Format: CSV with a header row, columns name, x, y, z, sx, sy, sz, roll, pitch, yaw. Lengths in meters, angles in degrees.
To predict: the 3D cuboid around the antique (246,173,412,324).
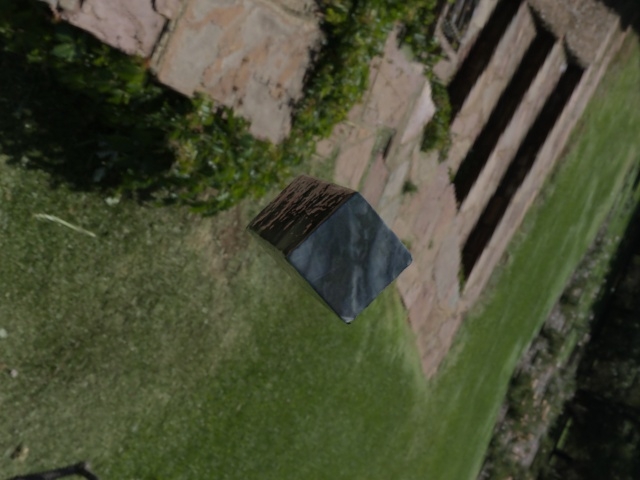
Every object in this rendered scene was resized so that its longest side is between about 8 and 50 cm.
name,x,y,z,sx,sy,sz,roll,pitch,yaw
antique,0.000,0.000,0.765,0.086,0.183,0.088,-43,110,-6
